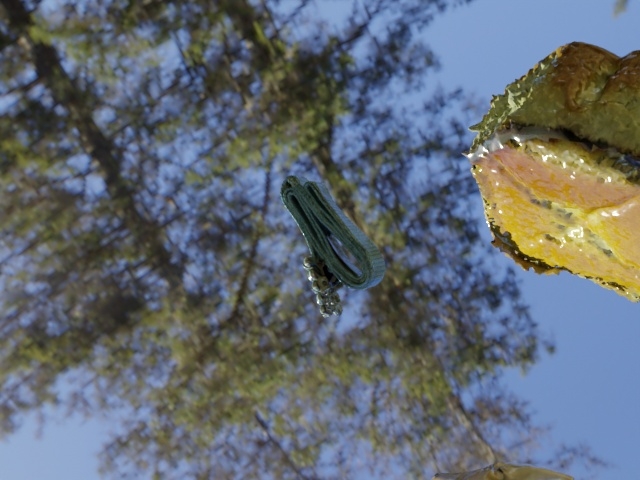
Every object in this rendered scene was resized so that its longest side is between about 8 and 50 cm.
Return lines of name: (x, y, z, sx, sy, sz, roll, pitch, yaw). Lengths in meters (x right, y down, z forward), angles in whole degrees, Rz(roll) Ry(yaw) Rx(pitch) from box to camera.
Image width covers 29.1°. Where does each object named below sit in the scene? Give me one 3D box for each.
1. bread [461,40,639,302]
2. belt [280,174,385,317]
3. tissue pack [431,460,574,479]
bread: (0.137, -0.033, 0.613, 0.128, 0.140, 0.069, 15, -118, 31)
belt: (0.002, 0.000, 1.590, 0.100, 0.065, 0.179, -40, -106, 20)
tissue pack: (0.141, 0.286, 1.062, 0.090, 0.222, 0.186, 12, -105, -8)
